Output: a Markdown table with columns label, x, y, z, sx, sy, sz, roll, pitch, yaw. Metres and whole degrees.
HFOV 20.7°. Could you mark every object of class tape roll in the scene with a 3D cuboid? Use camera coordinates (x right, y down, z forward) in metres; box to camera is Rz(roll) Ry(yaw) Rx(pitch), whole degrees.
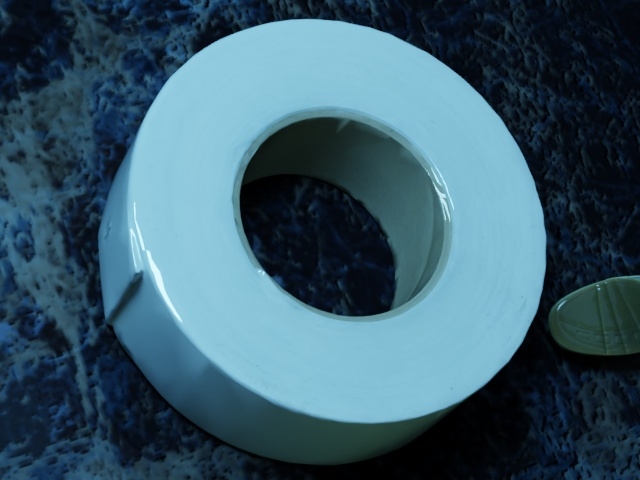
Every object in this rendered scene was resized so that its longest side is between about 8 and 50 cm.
| label | x | y | z | sx | sy | sz | roll | pitch | yaw |
| --- | --- | --- | --- | --- | --- | --- | --- | --- | --- |
| tape roll | 0.000 | 0.000 | 1.153 | 0.286 | 0.100 | 0.286 | 8 | 66 | -17 |

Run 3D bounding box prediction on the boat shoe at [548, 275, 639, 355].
| label | x | y | z | sx | sy | sz | roll | pitch | yaw |
| --- | --- | --- | --- | --- | --- | --- | --- | --- | --- |
| boat shoe | 0.228 | 0.049 | 1.252 | 0.153 | 0.048 | 0.056 | -16 | 86 | -18 |
